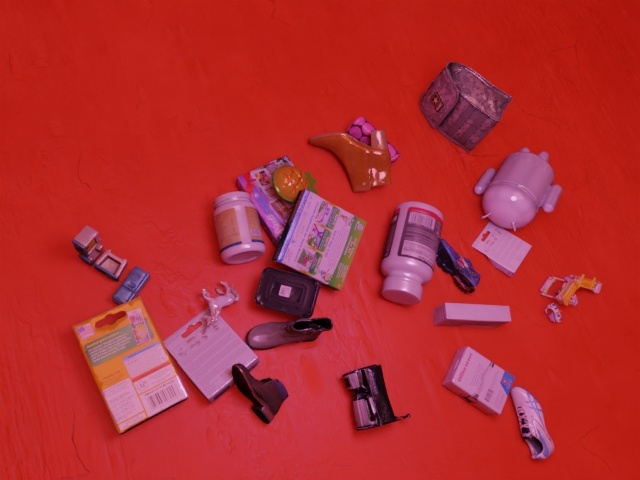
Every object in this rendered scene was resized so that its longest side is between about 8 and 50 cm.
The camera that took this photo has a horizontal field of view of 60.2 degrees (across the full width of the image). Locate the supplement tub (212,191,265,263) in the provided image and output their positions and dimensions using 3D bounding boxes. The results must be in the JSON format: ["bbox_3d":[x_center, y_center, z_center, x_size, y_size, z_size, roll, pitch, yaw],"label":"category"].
[{"bbox_3d":[-0.261,-0.039,1.746,0.144,0.144,0.200,-9,73,-18],"label":"supplement tub"}]

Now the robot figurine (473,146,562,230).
[{"bbox_3d":[0.727,-0.186,2.040,0.299,0.200,0.354,17,59,34],"label":"robot figurine"}]

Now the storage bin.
[{"bbox_3d":[-0.101,0.163,1.713,0.180,0.084,0.122,14,81,6],"label":"storage bin"}]

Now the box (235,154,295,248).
[{"bbox_3d":[-0.126,-0.124,1.862,0.200,0.057,0.293,-29,80,-24],"label":"box"}]

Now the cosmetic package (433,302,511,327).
[{"bbox_3d":[0.513,0.254,1.874,0.238,0.099,0.061,5,69,-14],"label":"cosmetic package"}]

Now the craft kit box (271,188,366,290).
[{"bbox_3d":[0.000,0.000,1.762,0.246,0.061,0.250,27,77,-21],"label":"craft kit box"}]

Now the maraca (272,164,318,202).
[{"bbox_3d":[-0.081,-0.184,1.815,0.185,0.099,0.127,3,78,-42],"label":"maraca"}]

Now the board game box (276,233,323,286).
[{"bbox_3d":[-0.026,0.042,1.799,0.160,0.039,0.212,-32,103,-23],"label":"board game box"}]

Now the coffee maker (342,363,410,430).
[{"bbox_3d":[0.164,0.477,1.700,0.171,0.120,0.178,0,70,-40],"label":"coffee maker"}]

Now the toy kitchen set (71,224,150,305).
[{"bbox_3d":[-0.615,0.080,1.592,0.207,0.166,0.122,31,65,-2],"label":"toy kitchen set"}]

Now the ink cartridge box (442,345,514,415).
[{"bbox_3d":[0.517,0.460,1.807,0.190,0.082,0.140,33,65,0],"label":"ink cartridge box"}]

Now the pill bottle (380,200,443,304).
[{"bbox_3d":[0.300,0.045,1.850,0.176,0.176,0.319,20,66,-7],"label":"pill bottle"}]

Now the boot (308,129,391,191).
[{"bbox_3d":[0.103,-0.277,1.958,0.294,0.104,0.212,-2,97,13],"label":"boot"}]

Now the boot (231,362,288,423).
[{"bbox_3d":[-0.175,0.419,1.611,0.106,0.082,0.219,-42,118,-35],"label":"boot"}]

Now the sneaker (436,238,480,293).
[{"bbox_3d":[0.481,0.082,1.950,0.087,0.083,0.221,-35,88,-37],"label":"sneaker"}]

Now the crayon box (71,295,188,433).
[{"bbox_3d":[-0.535,0.349,1.561,0.203,0.083,0.323,-25,79,-22],"label":"crayon box"}]

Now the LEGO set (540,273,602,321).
[{"bbox_3d":[0.911,0.176,2.032,0.286,0.107,0.132,-28,114,-27],"label":"LEGO set"}]

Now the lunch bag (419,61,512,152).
[{"bbox_3d":[0.527,-0.510,2.086,0.287,0.235,0.169,35,64,0],"label":"lunch bag"}]

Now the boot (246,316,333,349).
[{"bbox_3d":[-0.096,0.267,1.667,0.246,0.161,0.084,-5,72,-17],"label":"boot"}]

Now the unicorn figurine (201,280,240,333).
[{"bbox_3d":[-0.315,0.189,1.681,0.161,0.060,0.111,-29,65,-24],"label":"unicorn figurine"}]

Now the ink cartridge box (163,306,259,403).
[{"bbox_3d":[-0.326,0.338,1.652,0.189,0.066,0.232,-38,62,-24],"label":"ink cartridge box"}]

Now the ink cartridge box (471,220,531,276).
[{"bbox_3d":[0.665,0.031,2.041,0.179,0.045,0.145,33,65,19],"label":"ink cartridge box"}]

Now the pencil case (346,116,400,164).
[{"bbox_3d":[0.190,-0.352,2.018,0.209,0.098,0.095,46,21,5],"label":"pencil case"}]

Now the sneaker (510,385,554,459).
[{"bbox_3d":[0.682,0.593,1.799,0.086,0.085,0.237,-11,73,-35],"label":"sneaker"}]
